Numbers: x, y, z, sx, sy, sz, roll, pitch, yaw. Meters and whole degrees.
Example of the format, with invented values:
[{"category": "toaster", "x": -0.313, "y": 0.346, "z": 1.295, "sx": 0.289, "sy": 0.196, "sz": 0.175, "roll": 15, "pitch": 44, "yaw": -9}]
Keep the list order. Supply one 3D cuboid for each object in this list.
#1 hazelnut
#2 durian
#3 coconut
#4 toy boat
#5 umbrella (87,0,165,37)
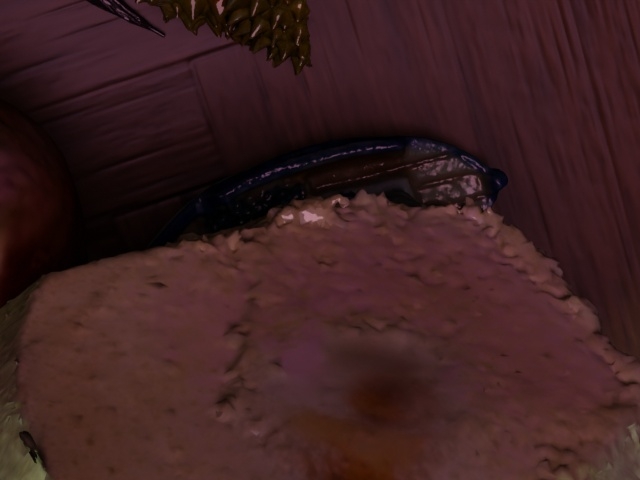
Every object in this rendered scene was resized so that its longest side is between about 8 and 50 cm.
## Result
[{"category": "hazelnut", "x": -0.260, "y": -0.005, "z": 0.942, "sx": 0.261, "sy": 0.261, "sz": 0.241, "roll": 0, "pitch": 73, "yaw": -7}, {"category": "durian", "x": -0.071, "y": -0.177, "z": 0.950, "sx": 0.108, "sy": 0.119, "sz": 0.187, "roll": -17, "pitch": 108, "yaw": -6}, {"category": "coconut", "x": -0.012, "y": 0.200, "z": 0.874, "sx": 0.404, "sy": 0.404, "sz": 0.405, "roll": -2, "pitch": 105, "yaw": -6}, {"category": "toy boat", "x": 0.000, "y": 0.000, "z": 1.009, "sx": 0.262, "sy": 0.115, "sz": 0.114, "roll": -15, "pitch": 106, "yaw": -2}, {"category": "umbrella", "x": -0.152, "y": -0.160, "z": 1.001, "sx": 0.122, "sy": 0.013, "sz": 0.022, "roll": 35, "pitch": 77, "yaw": -13}]
